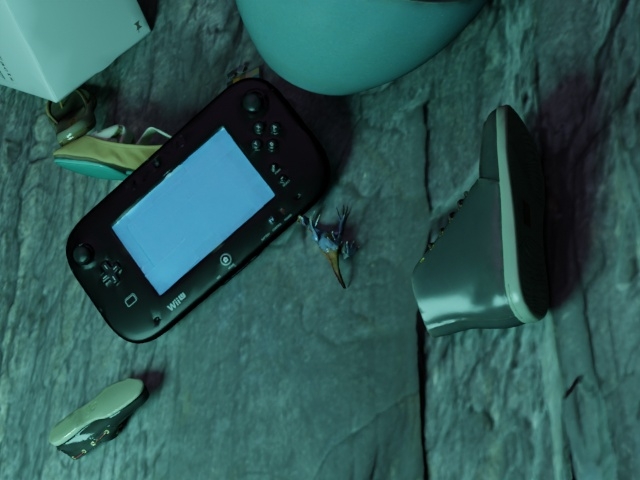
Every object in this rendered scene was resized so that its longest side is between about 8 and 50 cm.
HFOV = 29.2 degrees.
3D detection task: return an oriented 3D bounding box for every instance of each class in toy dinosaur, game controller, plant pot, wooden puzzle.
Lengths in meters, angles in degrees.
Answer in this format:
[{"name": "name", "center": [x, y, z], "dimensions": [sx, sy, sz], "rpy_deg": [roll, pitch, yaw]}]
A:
[{"name": "toy dinosaur", "center": [0.000, 0.000, 1.283], "dimensions": [0.082, 0.047, 0.090], "rpy_deg": [4, 77, 59]}, {"name": "game controller", "center": [-0.138, -0.031, 1.364], "dimensions": [0.319, 0.067, 0.166], "rpy_deg": [-41, 67, 13]}, {"name": "plant pot", "center": [0.025, -0.268, 1.290], "dimensions": [0.195, 0.290, 0.290], "rpy_deg": [115, 148, -44]}, {"name": "wooden puzzle", "center": [-0.092, -0.180, 1.479], "dimensions": [0.049, 0.006, 0.083], "rpy_deg": [-21, 54, 27]}]

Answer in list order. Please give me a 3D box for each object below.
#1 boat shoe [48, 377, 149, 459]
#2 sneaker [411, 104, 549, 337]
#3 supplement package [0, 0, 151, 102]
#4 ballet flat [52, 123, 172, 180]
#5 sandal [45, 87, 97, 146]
[{"name": "boat shoe", "center": [-0.238, 0.196, 1.353], "dimensions": [0.133, 0.042, 0.049], "rpy_deg": [-34, 28, 18]}, {"name": "sneaker", "center": [0.143, -0.021, 1.152], "dimensions": [0.118, 0.083, 0.222], "rpy_deg": [-15, 58, 31]}, {"name": "supplement package", "center": [-0.405, -0.326, 1.655], "dimensions": [0.293, 0.175, 0.177], "rpy_deg": [19, 52, 42]}, {"name": "ballet flat", "center": [-0.226, -0.104, 1.493], "dimensions": [0.232, 0.080, 0.073], "rpy_deg": [14, 80, 32]}, {"name": "sandal", "center": [-0.332, -0.172, 1.607], "dimensions": [0.072, 0.049, 0.180], "rpy_deg": [-36, 25, 1]}]
